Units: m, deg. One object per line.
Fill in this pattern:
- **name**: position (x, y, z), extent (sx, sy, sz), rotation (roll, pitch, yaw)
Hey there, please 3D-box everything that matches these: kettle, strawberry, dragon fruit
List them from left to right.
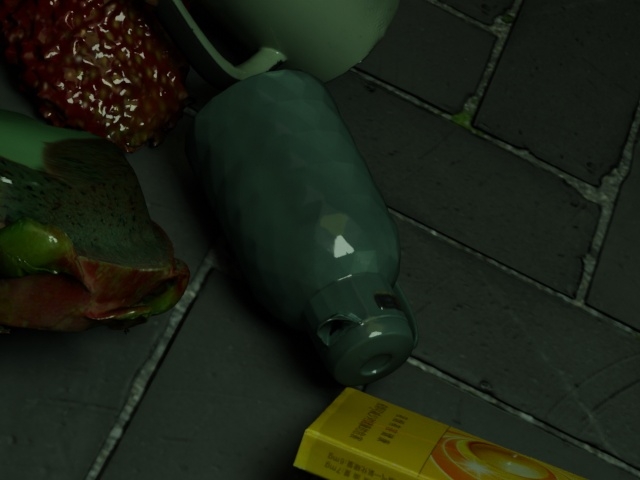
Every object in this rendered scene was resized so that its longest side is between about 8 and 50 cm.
- **dragon fruit**: position (-0.243, -0.018, 1.563), extent (0.295, 0.130, 0.268), rotation (11, 25, -29)
- **strawberry**: position (-0.199, -0.233, 1.839), extent (0.233, 0.138, 0.306), rotation (-13, 55, -36)
- **kettle**: position (-0.065, -0.257, 1.833), extent (0.255, 0.165, 0.240), rotation (44, 60, -42)

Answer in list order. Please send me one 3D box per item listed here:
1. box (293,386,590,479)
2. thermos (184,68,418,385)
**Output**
- **box**: position (0.123, 0.197, 1.579), extent (0.269, 0.043, 0.152), rotation (20, 15, 9)
- **thermos**: position (0.000, 0.000, 1.725), extent (0.182, 0.145, 0.286), rotation (26, 32, -55)
